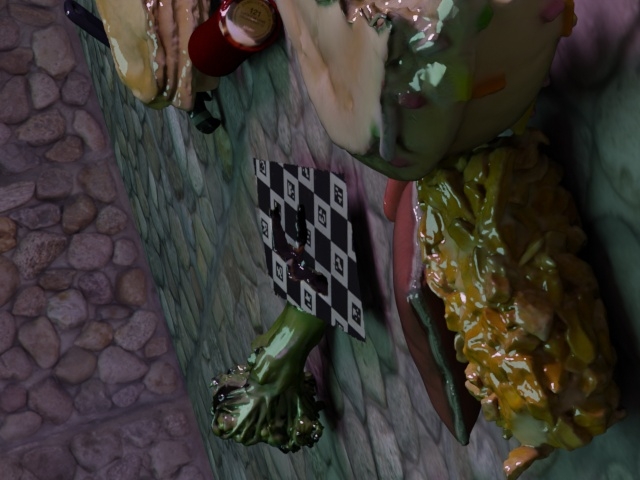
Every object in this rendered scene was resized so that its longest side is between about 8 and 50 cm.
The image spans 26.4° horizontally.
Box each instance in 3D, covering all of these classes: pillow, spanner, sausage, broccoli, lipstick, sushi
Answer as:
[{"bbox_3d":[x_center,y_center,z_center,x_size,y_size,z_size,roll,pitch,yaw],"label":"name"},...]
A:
[{"bbox_3d":[0.105,0.054,1.140,0.179,0.075,0.171,-86,-19,-56],"label":"pillow"},{"bbox_3d":[-0.261,-0.263,2.022,0.316,0.024,0.087,36,-146,-37],"label":"spanner"},{"bbox_3d":[0.085,-0.086,1.241,0.253,0.034,0.034,100,152,-59],"label":"sausage"},{"bbox_3d":[-0.047,0.160,1.818,0.304,0.165,0.145,113,173,-47],"label":"broccoli"},{"bbox_3d":[-0.112,-0.259,1.722,0.241,0.080,0.080,174,81,-76],"label":"lipstick"},{"bbox_3d":[0.000,0.000,1.616,0.279,0.043,0.192,-164,64,-64],"label":"sushi"}]

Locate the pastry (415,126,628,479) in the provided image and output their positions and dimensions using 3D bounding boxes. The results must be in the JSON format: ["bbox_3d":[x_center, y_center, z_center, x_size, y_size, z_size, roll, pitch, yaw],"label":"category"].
[{"bbox_3d":[0.143,0.046,1.004,0.154,0.102,0.250,-23,79,64],"label":"pastry"}]

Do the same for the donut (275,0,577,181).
[{"bbox_3d":[0.054,-0.217,0.964,0.307,0.150,0.371,114,144,-66],"label":"donut"}]

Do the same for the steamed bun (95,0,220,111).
[{"bbox_3d":[-0.235,-0.400,1.923,0.247,0.189,0.428,3,108,51],"label":"steamed bun"}]
